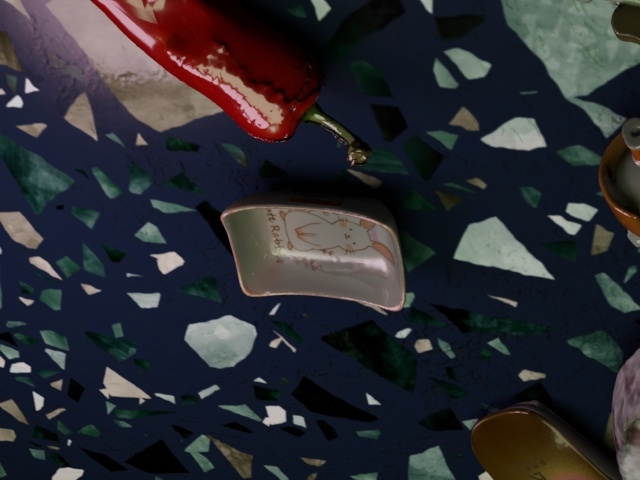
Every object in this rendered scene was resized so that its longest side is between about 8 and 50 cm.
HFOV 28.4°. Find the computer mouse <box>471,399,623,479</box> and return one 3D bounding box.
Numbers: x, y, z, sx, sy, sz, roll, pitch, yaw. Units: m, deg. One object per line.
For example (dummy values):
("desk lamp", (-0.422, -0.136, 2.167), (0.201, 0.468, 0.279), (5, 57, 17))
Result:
("computer mouse", (0.344, 0.331, 1.745), (0.310, 0.072, 0.158), (39, 138, -22))

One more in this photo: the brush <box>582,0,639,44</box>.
("brush", (0.260, -0.231, 1.176), (0.301, 0.071, 0.084), (16, 124, 18))

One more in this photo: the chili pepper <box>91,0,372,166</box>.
("chili pepper", (-0.109, -0.199, 1.323), (0.387, 0.110, 0.110), (34, 138, -8))

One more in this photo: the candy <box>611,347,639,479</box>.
("candy", (0.459, 0.229, 1.518), (0.214, 0.157, 0.289), (-3, 137, 12))

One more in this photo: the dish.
("dish", (0.000, 0.000, 1.513), (0.212, 0.077, 0.151), (5, 135, 17))

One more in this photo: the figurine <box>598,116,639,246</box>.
("figurine", (0.368, -0.035, 1.277), (0.143, 0.143, 0.271), (-8, 132, 29))
